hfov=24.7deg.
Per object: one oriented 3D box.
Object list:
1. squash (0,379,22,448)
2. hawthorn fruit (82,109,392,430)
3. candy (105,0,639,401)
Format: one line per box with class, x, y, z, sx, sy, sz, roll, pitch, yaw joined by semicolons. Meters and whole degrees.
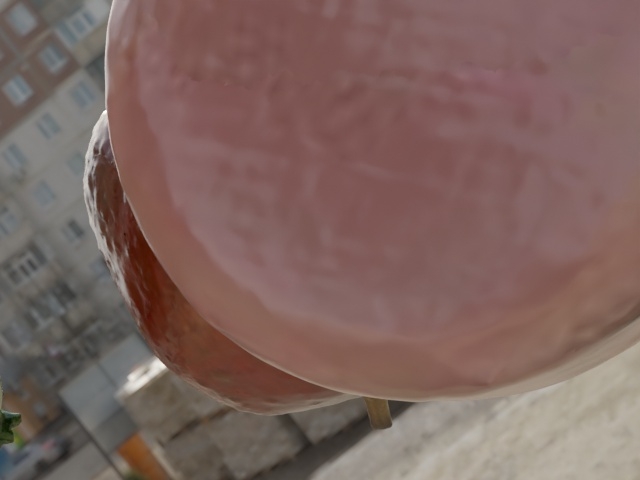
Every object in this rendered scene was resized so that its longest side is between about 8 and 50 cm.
squash;-0.308;0.034;0.930;0.107;0.107;0.395;-38;-39;-5
hawthorn fruit;0.000;0.000;1.011;0.287;0.330;0.287;-15;25;7
candy;0.048;-0.059;0.527;0.255;0.255;0.094;-37;-17;14
